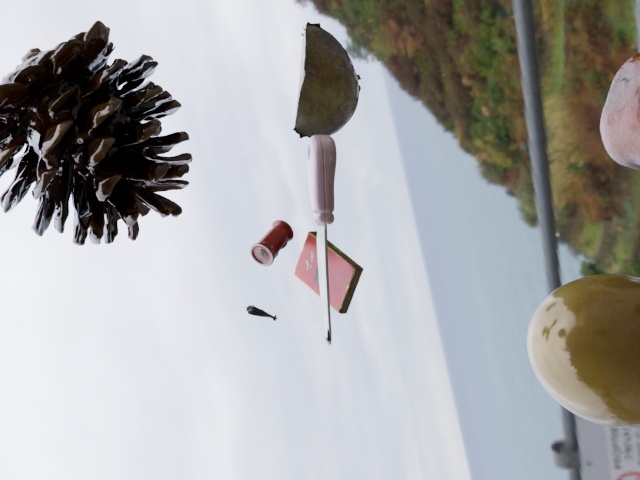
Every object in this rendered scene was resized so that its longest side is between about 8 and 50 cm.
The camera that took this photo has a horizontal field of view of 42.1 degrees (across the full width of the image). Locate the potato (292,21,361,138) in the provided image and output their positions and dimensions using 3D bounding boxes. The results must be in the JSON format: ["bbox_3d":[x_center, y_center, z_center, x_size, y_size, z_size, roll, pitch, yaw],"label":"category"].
[{"bbox_3d":[0.016,-0.339,1.799,0.098,0.138,0.243,-104,21,-79],"label":"potato"}]

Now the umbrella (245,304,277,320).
[{"bbox_3d":[-0.124,0.150,1.724,0.083,0.031,0.020,18,-106,-35],"label":"umbrella"}]

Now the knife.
[{"bbox_3d":[-0.001,-0.001,1.339,0.081,0.043,0.336,-152,62,-77],"label":"knife"}]

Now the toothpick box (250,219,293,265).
[{"bbox_3d":[-0.082,0.003,1.435,0.083,0.047,0.047,-51,-46,-46],"label":"toothpick box"}]

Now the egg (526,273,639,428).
[{"bbox_3d":[0.480,0.177,1.361,0.322,0.250,0.250,19,-131,-35],"label":"egg"}]

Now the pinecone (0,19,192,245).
[{"bbox_3d":[-0.269,-0.111,0.969,0.264,0.264,0.264,-12,-90,-84],"label":"pinecone"}]

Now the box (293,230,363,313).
[{"bbox_3d":[0.012,0.054,1.441,0.133,0.023,0.090,39,116,38],"label":"box"}]

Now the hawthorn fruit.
[{"bbox_3d":[0.639,-0.256,1.561,0.224,0.224,0.261,-87,-13,-68],"label":"hawthorn fruit"}]
